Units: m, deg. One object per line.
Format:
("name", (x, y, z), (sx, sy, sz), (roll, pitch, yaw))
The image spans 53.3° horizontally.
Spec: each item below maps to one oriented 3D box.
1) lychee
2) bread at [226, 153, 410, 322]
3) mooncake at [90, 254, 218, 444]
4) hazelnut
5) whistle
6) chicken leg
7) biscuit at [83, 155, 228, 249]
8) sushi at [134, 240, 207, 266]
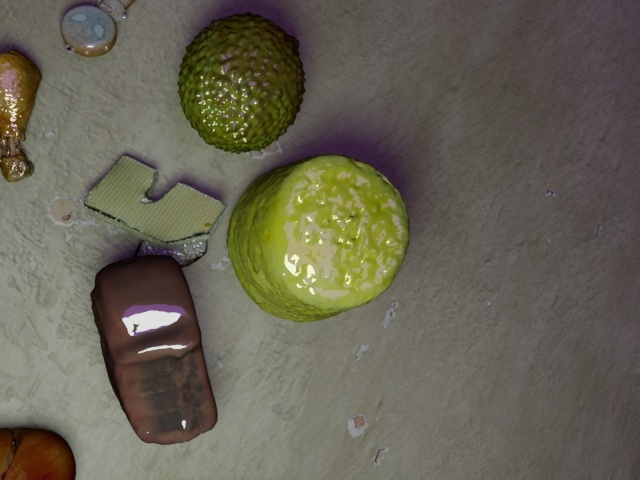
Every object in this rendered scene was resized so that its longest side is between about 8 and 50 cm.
("lychee", (-0.156, -0.322, 1.295), (0.270, 0.270, 0.320), (6, 47, -21))
("bread", (0.000, 0.000, 1.295), (0.348, 0.308, 0.348), (1, 88, -20))
("mooncake", (-0.300, 0.202, 1.150), (0.174, 0.326, 0.334), (-13, 67, -19))
("hazelnut", (-0.529, 0.420, 1.100), (0.208, 0.208, 0.208), (2, 84, -21))
("whistle", (-0.445, -0.453, 1.303), (0.107, 0.057, 0.220), (34, 69, -1))
("chicken leg", (-0.585, -0.237, 1.211), (0.107, 0.087, 0.251), (-4, 92, -11))
("biscuit", (-0.323, -0.066, 1.264), (0.250, 0.046, 0.147), (24, 58, 3))
("sushi", (-0.303, 0.020, 1.296), (0.150, 0.078, 0.090), (-25, 88, -21))
